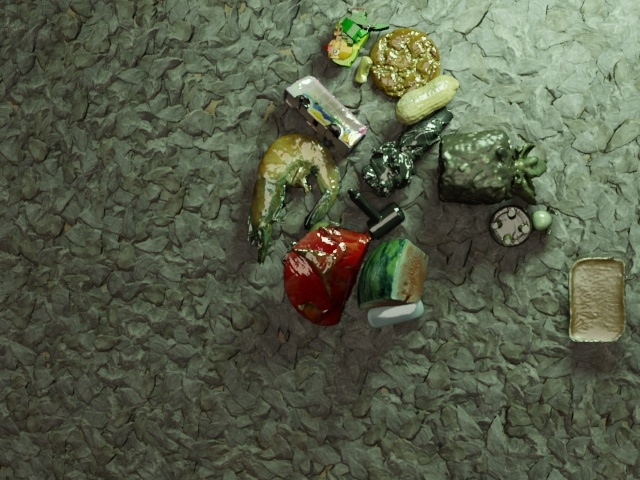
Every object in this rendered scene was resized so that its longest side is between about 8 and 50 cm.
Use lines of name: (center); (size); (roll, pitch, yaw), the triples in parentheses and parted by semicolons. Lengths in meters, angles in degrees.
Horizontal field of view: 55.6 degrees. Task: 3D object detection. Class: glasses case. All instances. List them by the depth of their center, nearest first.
glasses case: (0.236, 0.226, 1.910); (0.179, 0.045, 0.067); (-17, 88, 12)

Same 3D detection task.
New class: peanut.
peanut: (0.316, -0.420, 1.807); (0.214, 0.098, 0.090); (-28, 112, -1)

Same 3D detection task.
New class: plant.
plant: (0.495, -0.205, 1.748); (0.313, 0.213, 0.215); (4, 92, 10)

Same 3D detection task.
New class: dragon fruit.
dragon fruit: (0.013, 0.111, 1.857); (0.282, 0.100, 0.343); (15, 103, -24)

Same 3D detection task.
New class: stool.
stool: (0.590, -0.046, 1.789); (0.217, 0.121, 0.125); (-8, 91, 16)

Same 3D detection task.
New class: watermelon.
watermelon: (0.231, 0.117, 1.817); (0.201, 0.262, 0.212); (16, 79, -10)

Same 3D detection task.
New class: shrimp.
shrimp: (-0.096, -0.120, 1.941); (0.272, 0.085, 0.444); (22, 93, 4)

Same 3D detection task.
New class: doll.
doll: (0.099, -0.616, 1.850); (0.134, 0.106, 0.186); (39, 100, 1)

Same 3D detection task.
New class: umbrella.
umbrella: (0.274, -0.268, 1.826); (0.337, 0.128, 0.154); (-35, 64, 7)

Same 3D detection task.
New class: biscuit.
biscuit: (0.256, -0.541, 1.858); (0.226, 0.042, 0.225); (1, 94, 10)

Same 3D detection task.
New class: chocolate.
chocolate: (0.808, 0.168, 1.778); (0.161, 0.083, 0.261); (2, 98, 20)

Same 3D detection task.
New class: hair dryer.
hair dryer: (0.157, -0.103, 1.822); (0.114, 0.248, 0.070); (-37, 47, 10)

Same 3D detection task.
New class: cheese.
cheese: (0.135, -0.525, 1.875); (0.044, 0.030, 0.083); (49, 131, 44)

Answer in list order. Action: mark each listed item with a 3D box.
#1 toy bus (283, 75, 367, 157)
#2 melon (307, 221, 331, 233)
toy bus: (0.013, -0.387, 1.884); (0.274, 0.090, 0.112); (45, 74, 4)
melon: (0.000, 0.000, 1.914); (0.098, 0.098, 0.130); (36, 99, 7)
